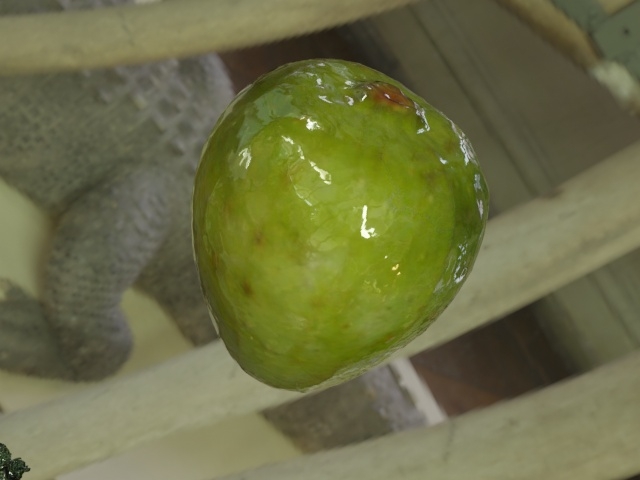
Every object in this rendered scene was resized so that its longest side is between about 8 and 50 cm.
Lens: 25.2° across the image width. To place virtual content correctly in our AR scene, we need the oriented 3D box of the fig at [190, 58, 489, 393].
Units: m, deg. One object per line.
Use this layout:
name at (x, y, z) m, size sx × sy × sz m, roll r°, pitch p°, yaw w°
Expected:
fig at (0.000, 0.000, 1.253) m, size 0.258 × 0.326 × 0.258 m, roll 13°, pitch 44°, yaw -13°

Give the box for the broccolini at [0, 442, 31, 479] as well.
broccolini at (-0.294, 0.232, 1.213) m, size 0.044 × 0.218 × 0.042 m, roll 36°, pitch 47°, yaw 1°
